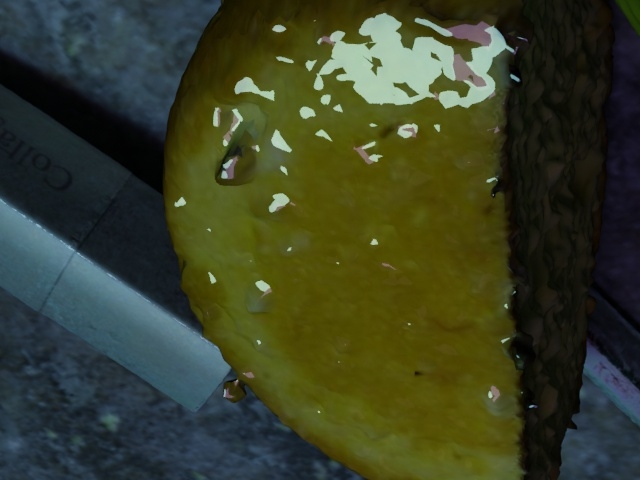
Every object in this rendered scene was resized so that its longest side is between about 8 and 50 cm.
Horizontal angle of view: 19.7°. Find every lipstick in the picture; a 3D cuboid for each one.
[{"bbox_3d":[-0.171,-0.033,0.950,0.317,0.066,0.068,35,138,-3],"label":"lipstick"}]

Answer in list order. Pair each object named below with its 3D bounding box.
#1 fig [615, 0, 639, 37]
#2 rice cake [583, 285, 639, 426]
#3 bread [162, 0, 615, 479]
[{"bbox_3d":[0.227,-0.138,0.555,0.343,0.343,0.343,11,136,11],"label":"fig"},{"bbox_3d":[0.165,0.069,0.981,0.207,0.033,0.033,43,142,-21],"label":"rice cake"},{"bbox_3d":[0.027,-0.033,0.811,0.179,0.194,0.340,8,134,15],"label":"bread"}]
